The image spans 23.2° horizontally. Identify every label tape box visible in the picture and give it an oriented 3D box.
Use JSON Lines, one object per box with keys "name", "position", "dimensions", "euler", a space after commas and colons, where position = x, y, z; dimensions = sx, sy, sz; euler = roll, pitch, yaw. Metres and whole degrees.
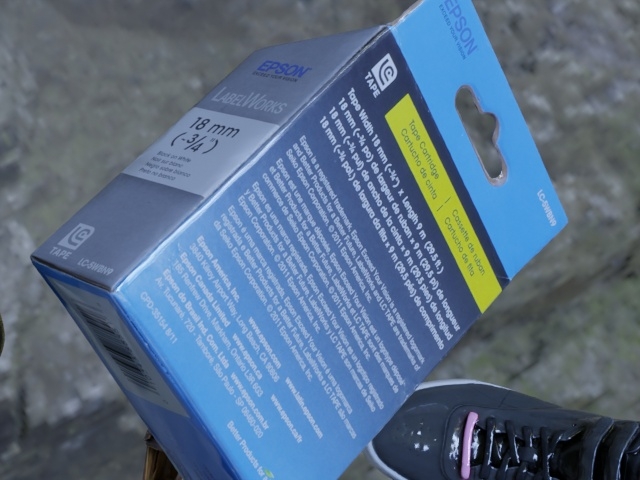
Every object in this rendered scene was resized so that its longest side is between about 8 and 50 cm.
{"name": "label tape box", "position": [0.000, 0.000, 1.078], "dimensions": [0.333, 0.106, 0.240], "euler": [-45, 126, -24]}

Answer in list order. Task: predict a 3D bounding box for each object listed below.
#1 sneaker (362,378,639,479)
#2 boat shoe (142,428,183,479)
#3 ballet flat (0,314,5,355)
{"name": "sneaker", "position": [0.187, 0.174, 1.283], "dimensions": [0.296, 0.104, 0.147], "euler": [12, 171, -16]}
{"name": "boat shoe", "position": [-0.139, 0.190, 1.530], "dimensions": [0.060, 0.064, 0.178], "euler": [-23, 132, -52]}
{"name": "ballet flat", "position": [-0.429, 0.124, 1.266], "dimensions": [0.349, 0.123, 0.123], "euler": [-24, 158, -20]}
